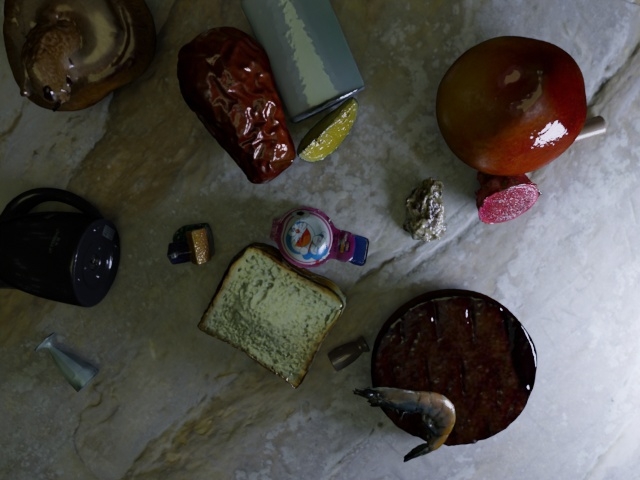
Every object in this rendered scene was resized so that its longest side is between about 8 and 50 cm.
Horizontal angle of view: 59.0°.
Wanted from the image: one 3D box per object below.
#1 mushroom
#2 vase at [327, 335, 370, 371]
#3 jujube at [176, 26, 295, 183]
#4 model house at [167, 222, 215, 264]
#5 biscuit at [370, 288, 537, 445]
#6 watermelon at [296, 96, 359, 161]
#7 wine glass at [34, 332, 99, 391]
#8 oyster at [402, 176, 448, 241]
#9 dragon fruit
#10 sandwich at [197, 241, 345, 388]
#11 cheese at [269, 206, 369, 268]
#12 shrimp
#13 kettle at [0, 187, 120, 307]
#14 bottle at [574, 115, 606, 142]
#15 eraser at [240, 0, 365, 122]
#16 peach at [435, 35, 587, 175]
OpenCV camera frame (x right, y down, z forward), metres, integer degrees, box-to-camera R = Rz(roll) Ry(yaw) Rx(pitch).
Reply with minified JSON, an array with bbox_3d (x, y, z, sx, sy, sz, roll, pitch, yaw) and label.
[{"bbox_3d":[-0.523,-0.440,1.209,0.345,0.259,0.346,0,100,1],"label":"mushroom"},{"bbox_3d":[0.072,0.282,1.420,0.100,0.053,0.053,-31,97,2],"label":"vase"},{"bbox_3d":[-0.173,-0.292,1.246,0.216,0.216,0.342,-23,106,5],"label":"jujube"},{"bbox_3d":[-0.317,0.011,1.360,0.100,0.100,0.088,-8,100,4],"label":"model house"},{"bbox_3d":[0.323,0.311,1.400,0.407,0.091,0.408,0,102,0],"label":"biscuit"},{"bbox_3d":[0.024,-0.244,1.315,0.181,0.092,0.075,-46,110,0],"label":"watermelon"},{"bbox_3d":[-0.643,0.307,1.439,0.073,0.073,0.155,-44,92,8],"label":"wine glass"},{"bbox_3d":[0.249,-0.073,1.356,0.108,0.053,0.166,-2,107,13],"label":"oyster"},{"bbox_3d":[0.425,-0.124,1.321,0.153,0.153,0.111,-18,60,5],"label":"dragon fruit"},{"bbox_3d":[-0.115,0.169,1.384,0.301,0.099,0.271,31,93,-2],"label":"sandwich"},{"bbox_3d":[0.000,0.000,1.359,0.244,0.062,0.155,15,73,-10],"label":"cheese"},{"bbox_3d":[0.189,0.444,1.363,0.261,0.051,0.198,12,103,-5],"label":"shrimp"},{"bbox_3d":[-0.646,0.004,1.341,0.290,0.207,0.269,9,71,9],"label":"kettle"},{"bbox_3d":[0.609,-0.256,1.316,0.096,0.045,0.045,-17,99,6],"label":"bottle"},{"bbox_3d":[-0.037,-0.434,1.275,0.189,0.104,0.290,-22,98,9],"label":"eraser"},{"bbox_3d":[0.394,-0.282,1.175,0.307,0.332,0.308,0,86,5],"label":"peach"}]
